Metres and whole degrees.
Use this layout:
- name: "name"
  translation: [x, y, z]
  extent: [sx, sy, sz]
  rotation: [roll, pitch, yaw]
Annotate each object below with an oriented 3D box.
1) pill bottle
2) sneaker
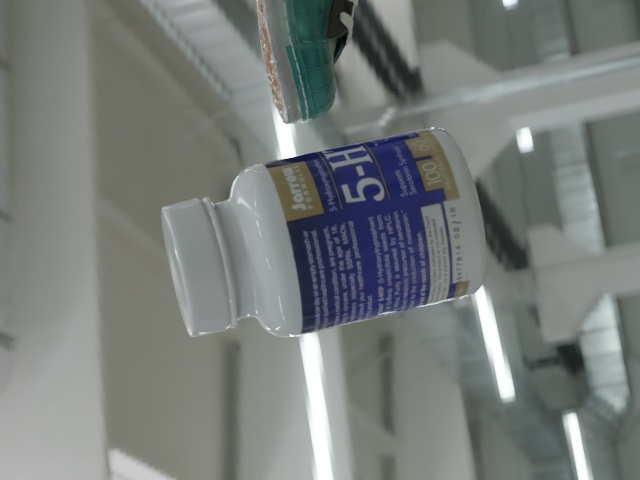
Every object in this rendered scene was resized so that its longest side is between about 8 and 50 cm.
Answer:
- name: "pill bottle"
  translation: [0.000, 0.000, 1.033]
  extent: [0.112, 0.186, 0.112]
  rotation: [167, 90, -80]
- name: "sneaker"
  translation: [0.007, -0.237, 1.279]
  extent: [0.108, 0.121, 0.302]
  rotation: [100, 167, -75]
